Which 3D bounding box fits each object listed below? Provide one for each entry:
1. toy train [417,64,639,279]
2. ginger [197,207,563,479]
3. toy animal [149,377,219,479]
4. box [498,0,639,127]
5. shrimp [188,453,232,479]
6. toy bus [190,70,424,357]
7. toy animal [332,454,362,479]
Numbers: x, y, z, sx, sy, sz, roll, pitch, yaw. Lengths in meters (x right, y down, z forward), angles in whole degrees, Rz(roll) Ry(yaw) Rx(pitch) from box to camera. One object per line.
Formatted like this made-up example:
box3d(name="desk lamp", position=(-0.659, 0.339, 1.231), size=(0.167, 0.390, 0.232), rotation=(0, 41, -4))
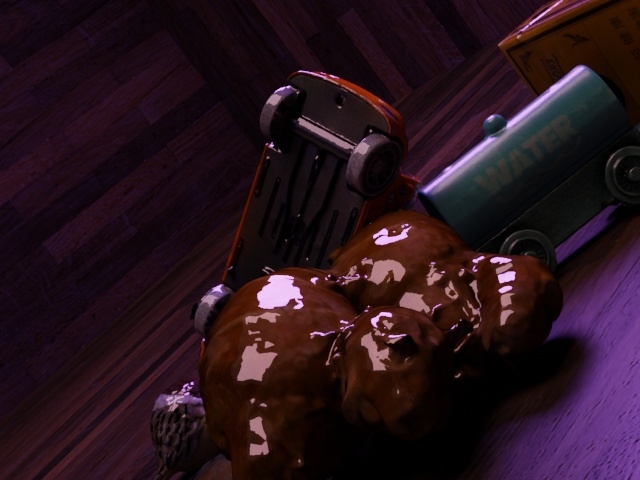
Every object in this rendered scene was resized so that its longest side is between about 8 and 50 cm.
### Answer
box3d(name="toy train", position=(0.212, -0.057, 1.428), size=(0.248, 0.159, 0.101), rotation=(-39, 3, -6))
box3d(name="ginger", position=(0.044, 0.098, 1.238), size=(0.357, 0.152, 0.274), rotation=(-30, 29, -31))
box3d(name="toy animal", position=(-0.161, 0.216, 1.659), size=(0.137, 0.098, 0.098), rotation=(-40, 9, -17))
box3d(name="box", position=(0.325, -0.174, 1.462), size=(0.084, 0.193, 0.301), rotation=(-39, 8, -21))
box3d(name="shrimp", position=(-0.074, 0.217, 1.449), size=(0.251, 0.052, 0.143), rotation=(-30, 8, 43))
box3d(name="toy bus", position=(0.000, 0.000, 1.468), size=(0.153, 0.143, 0.329), rotation=(-6, -60, -52))
box3d(name="toy animal", position=(0.005, 0.218, 1.165), size=(0.075, 0.041, 0.217), rotation=(-35, 4, 3))
